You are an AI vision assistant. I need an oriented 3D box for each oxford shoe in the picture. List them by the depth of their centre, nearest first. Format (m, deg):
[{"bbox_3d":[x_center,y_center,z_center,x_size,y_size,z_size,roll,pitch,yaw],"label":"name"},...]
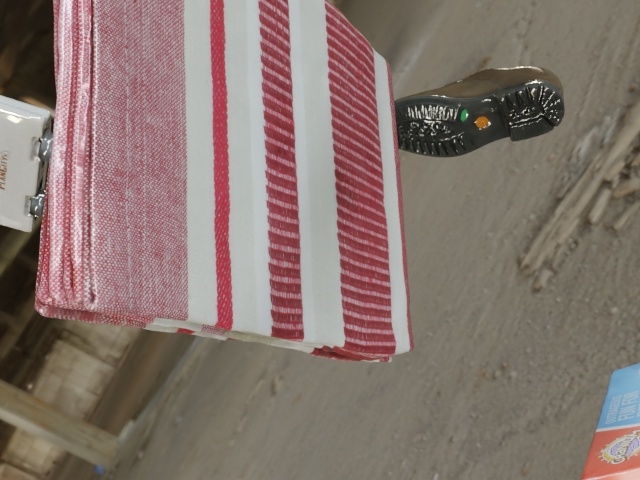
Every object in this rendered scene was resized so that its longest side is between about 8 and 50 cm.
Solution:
[{"bbox_3d":[0.175,-0.158,0.983,0.096,0.227,0.083,-71,-30,-49],"label":"oxford shoe"}]

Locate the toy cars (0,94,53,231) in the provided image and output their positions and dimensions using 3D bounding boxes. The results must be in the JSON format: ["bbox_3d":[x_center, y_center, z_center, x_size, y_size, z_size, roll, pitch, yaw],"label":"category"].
[{"bbox_3d":[-0.400,-0.175,0.903,0.176,0.394,0.087,-13,42,19],"label":"toy cars"}]

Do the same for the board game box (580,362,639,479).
[{"bbox_3d":[0.329,0.285,0.698,0.064,0.316,0.242,-24,0,28],"label":"board game box"}]

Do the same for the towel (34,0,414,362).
[{"bbox_3d":[-0.028,-0.057,0.464,0.037,0.329,0.237,-9,75,26],"label":"towel"}]
